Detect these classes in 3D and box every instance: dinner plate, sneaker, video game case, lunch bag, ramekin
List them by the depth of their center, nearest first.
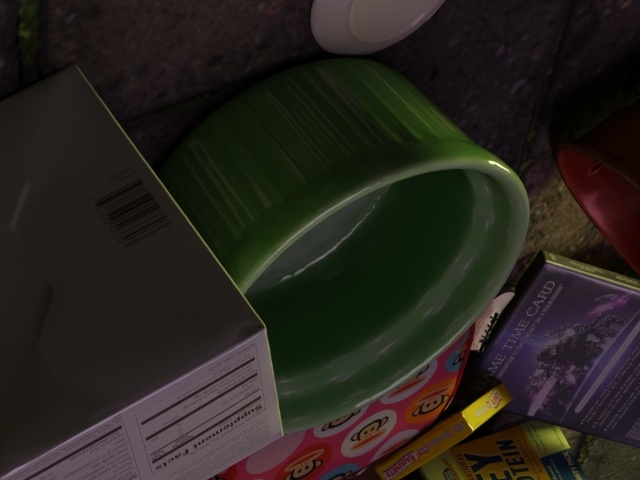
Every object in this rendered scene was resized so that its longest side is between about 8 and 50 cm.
[{"bbox_3d":[0.055,-0.189,1.413,0.141,0.017,0.141,-28,150,-18],"label":"dinner plate"},{"bbox_3d":[0.000,0.000,1.478,0.303,0.148,0.303,-26,148,-18],"label":"ramekin"},{"bbox_3d":[-0.007,0.149,1.708,0.293,0.120,0.258,-24,148,-23],"label":"lunch bag"},{"bbox_3d":[0.160,0.087,1.873,0.109,0.044,0.040,-48,146,14],"label":"sneaker"},{"bbox_3d":[0.299,0.122,1.964,0.274,0.026,0.196,17,123,-22],"label":"video game case"}]

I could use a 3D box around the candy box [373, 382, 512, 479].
[{"bbox_3d":[0.126,0.191,1.861,0.105,0.027,0.206,-37,173,16],"label":"candy box"}]

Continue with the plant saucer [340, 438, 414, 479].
[{"bbox_3d":[0.029,0.222,1.930,0.198,0.036,0.199,-26,147,-19],"label":"plant saucer"}]

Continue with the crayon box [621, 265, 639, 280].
[{"bbox_3d":[0.383,0.097,2.084,0.202,0.081,0.318,6,130,-50],"label":"crayon box"}]

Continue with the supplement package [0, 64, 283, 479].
[{"bbox_3d":[-0.179,0.051,1.251,0.204,0.262,0.145,-28,149,-15],"label":"supplement package"}]

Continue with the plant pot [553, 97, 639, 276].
[{"bbox_3d":[0.403,-0.077,1.711,0.265,0.272,0.272,-43,150,-5],"label":"plant pot"}]

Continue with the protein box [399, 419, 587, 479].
[{"bbox_3d":[0.163,0.313,2.052,0.199,0.136,0.201,-14,157,-35],"label":"protein box"}]
